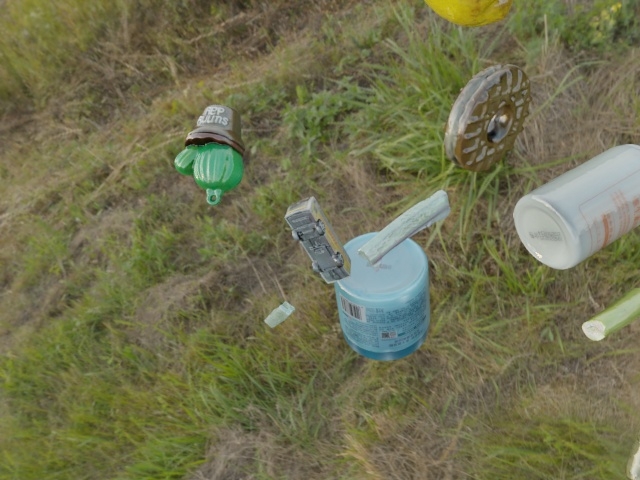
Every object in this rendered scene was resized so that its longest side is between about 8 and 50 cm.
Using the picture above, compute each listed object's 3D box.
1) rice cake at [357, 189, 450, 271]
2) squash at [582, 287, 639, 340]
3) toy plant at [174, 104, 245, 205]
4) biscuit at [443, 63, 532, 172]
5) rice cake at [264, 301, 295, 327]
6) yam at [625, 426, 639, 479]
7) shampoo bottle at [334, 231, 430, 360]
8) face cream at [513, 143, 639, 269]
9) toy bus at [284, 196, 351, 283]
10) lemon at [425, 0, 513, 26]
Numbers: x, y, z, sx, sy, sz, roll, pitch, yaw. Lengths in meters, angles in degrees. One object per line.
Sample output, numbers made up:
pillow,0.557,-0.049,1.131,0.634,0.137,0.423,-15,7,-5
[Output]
rice cake,0.231,-0.029,1.446,0.290,0.081,0.051,-38,24,-5
squash,0.871,0.210,1.548,0.250,0.083,0.083,-25,50,-21
toy plant,-0.216,-0.166,1.051,0.143,0.105,0.200,7,74,9
biscuit,0.498,-0.359,1.590,0.332,0.332,0.103,-47,52,-4
rice cake,-0.096,0.173,1.238,0.033,0.171,0.029,43,65,-1
yam,0.752,0.350,1.150,0.083,0.083,0.371,25,100,34
shampoo bottle,0.219,0.194,1.893,0.331,0.342,0.331,-6,44,6
face cream,0.367,-0.063,0.658,0.252,0.101,0.101,-27,52,-14
toy bus,0.000,0.000,1.476,0.092,0.268,0.106,-18,35,21
lemon,0.237,-0.449,0.875,0.170,0.170,0.207,-32,73,7
